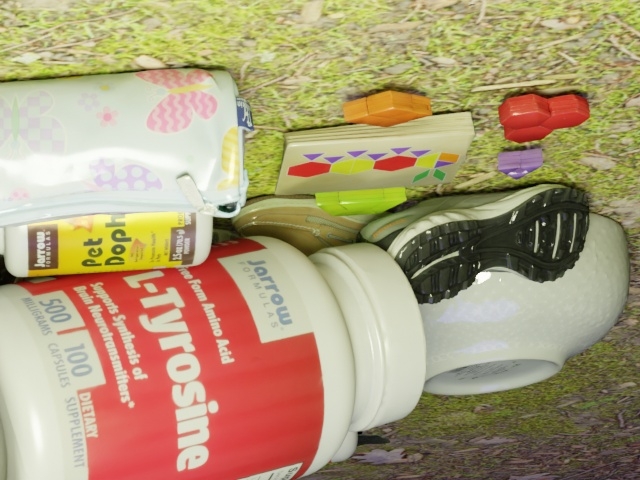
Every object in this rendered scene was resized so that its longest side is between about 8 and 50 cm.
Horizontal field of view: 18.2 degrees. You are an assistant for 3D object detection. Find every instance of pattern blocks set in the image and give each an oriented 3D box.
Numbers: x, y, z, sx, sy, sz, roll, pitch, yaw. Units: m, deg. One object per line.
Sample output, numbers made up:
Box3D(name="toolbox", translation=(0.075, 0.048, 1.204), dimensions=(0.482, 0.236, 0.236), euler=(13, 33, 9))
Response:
Box3D(name="pattern blocks set", translation=(0.052, -0.078, 1.801), dimensions=(0.324, 0.026, 0.285), euler=(-2, 163, -15))

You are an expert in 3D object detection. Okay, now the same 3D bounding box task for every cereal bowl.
Box3D(name="cereal bowl", translation=(0.177, 0.083, 2.180), dimensions=(0.339, 0.141, 0.339), euler=(-7, 164, -2))

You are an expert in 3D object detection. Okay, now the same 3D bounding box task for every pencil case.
Box3D(name="pencil case", translation=(-0.192, -0.067, 1.586), dimensions=(0.273, 0.124, 0.113), euler=(-3, 163, -8))

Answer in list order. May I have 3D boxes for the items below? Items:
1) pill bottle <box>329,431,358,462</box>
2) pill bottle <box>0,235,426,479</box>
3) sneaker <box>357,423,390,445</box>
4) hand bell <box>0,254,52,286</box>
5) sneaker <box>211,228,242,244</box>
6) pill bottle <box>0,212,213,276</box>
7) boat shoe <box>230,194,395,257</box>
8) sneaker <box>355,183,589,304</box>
Box3D(name="pill bottle", translation=(-0.123, 0.182, 2.311), dimensions=(0.323, 0.181, 0.181), euler=(-7, 163, 1))
Box3D(name="pill bottle", translation=(-0.119, 0.122, 1.796), dimensions=(0.407, 0.229, 0.229), euler=(-12, 167, -29))
Box3D(name="sneaker", translation=(-0.007, 0.244, 2.465), dimensions=(0.170, 0.051, 0.089), euler=(-17, 155, 21))
Box3D(name="hand bell", translation=(-0.238, 0.067, 1.917), dimensions=(0.126, 0.126, 0.242), euler=(-20, 147, 36))
Box3D(name="sneaker", translation=(-0.144, 0.043, 2.044), dimensions=(0.281, 0.105, 0.115), euler=(-11, 178, 36))
Box3D(name="pill bottle", translation=(-0.204, -0.030, 1.707), dimensions=(0.215, 0.117, 0.117), euler=(-4, 163, -11))
Box3D(name="boat shoe", translation=(0.000, 0.000, 1.957), dimensions=(0.190, 0.072, 0.068), euler=(4, 160, -31))
Box3D(name="sneaker", translation=(0.156, -0.010, 1.966), dimensions=(0.271, 0.100, 0.108), euler=(-9, -158, -34))
